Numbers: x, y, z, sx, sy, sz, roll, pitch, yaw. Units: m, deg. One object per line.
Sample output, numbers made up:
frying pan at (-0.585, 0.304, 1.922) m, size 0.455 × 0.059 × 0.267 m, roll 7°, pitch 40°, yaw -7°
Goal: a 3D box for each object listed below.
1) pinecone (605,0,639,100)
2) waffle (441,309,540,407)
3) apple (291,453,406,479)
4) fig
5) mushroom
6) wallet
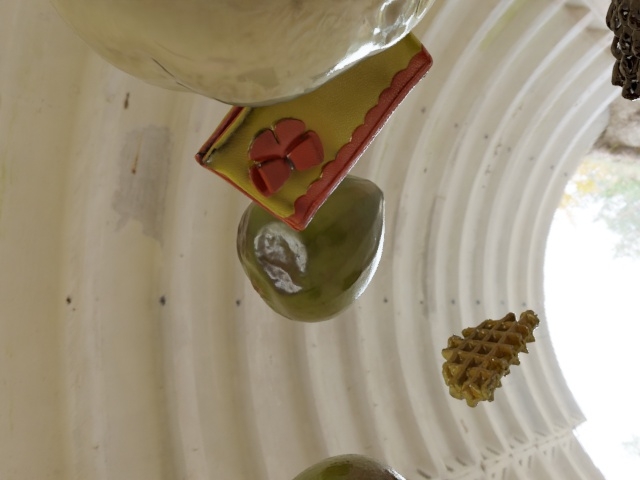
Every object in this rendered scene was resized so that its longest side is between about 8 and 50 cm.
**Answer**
pinecone at (0.415, -0.204, 0.521) m, size 0.292 × 0.246 × 0.246 m, roll 4°, pitch -132°, yaw -22°
waffle at (0.263, 0.175, 0.868) m, size 0.192 × 0.161 × 0.046 m, roll -68°, pitch -42°, yaw -66°
apple at (0.038, 0.347, 0.669) m, size 0.207 × 0.173 × 0.188 m, roll 23°, pitch -136°, yaw 24°
fig at (0.000, 0.000, 0.952) m, size 0.271 × 0.239 × 0.239 m, roll -36°, pitch -108°, yaw -13°
mushroom at (-0.050, -0.262, 0.363) m, size 0.314 × 0.336 × 0.314 m, roll 1°, pitch -107°, yaw -5°
wallet at (0.002, -0.133, 0.581) m, size 0.141 × 0.241 × 0.067 m, roll 37°, pitch -179°, yaw -28°
